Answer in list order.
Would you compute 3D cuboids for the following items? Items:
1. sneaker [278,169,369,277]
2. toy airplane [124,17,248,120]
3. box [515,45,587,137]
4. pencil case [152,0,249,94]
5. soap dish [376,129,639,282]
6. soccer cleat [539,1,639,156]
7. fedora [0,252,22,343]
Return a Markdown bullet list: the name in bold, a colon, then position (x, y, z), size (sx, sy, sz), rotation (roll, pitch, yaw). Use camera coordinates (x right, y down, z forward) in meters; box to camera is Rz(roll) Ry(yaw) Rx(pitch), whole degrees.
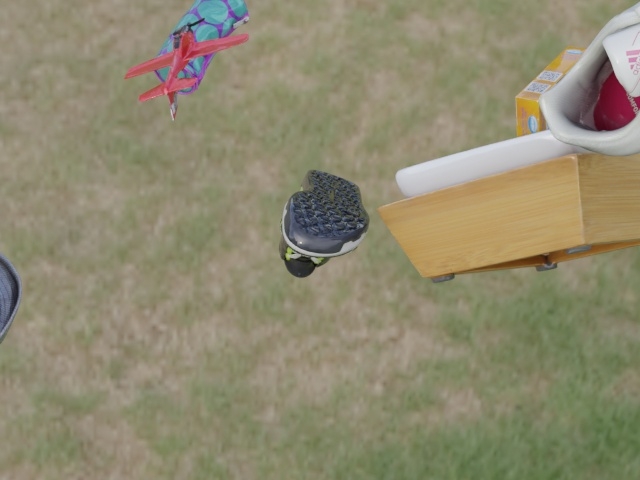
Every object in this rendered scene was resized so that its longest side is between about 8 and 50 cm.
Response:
- **sneaker**: position (0.000, 0.000, 1.630), size (0.084, 0.097, 0.235), rotation (21, 15, 2)
- **toy airplane**: position (-0.152, -0.185, 1.706), size (0.151, 0.028, 0.151), rotation (-18, 41, 16)
- **box**: position (0.230, -0.129, 1.556), size (0.028, 0.081, 0.136), rotation (14, 37, 31)
- **pencil case**: position (-0.146, -0.249, 1.985), size (0.070, 0.064, 0.152), rotation (21, 56, 16)
- **soap dish**: position (0.232, -0.036, 1.616), size (0.229, 0.118, 0.290), rotation (-14, -6, 37)
- **soccer cleat**: position (0.320, -0.172, 1.321), size (0.143, 0.331, 0.116), rotation (-3, 60, -46)
- **fedora**: position (-0.422, 0.031, 1.585), size (0.243, 0.124, 0.275), rotation (-9, 35, -8)
